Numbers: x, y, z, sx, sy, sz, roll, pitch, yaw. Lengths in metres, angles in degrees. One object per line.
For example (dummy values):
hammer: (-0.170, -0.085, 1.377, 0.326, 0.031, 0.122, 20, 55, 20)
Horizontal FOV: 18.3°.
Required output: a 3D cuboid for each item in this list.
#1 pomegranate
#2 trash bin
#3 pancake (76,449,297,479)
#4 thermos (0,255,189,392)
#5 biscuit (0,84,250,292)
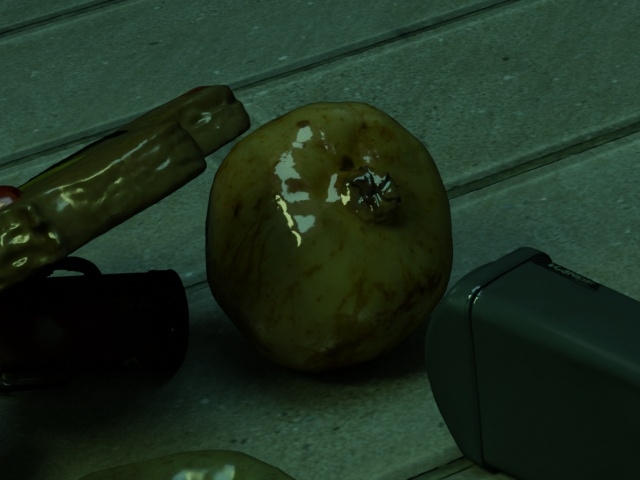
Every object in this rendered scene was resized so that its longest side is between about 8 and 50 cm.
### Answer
pomegranate: (0.008, -0.004, 1.760, 0.248, 0.248, 0.248, -8, 26, 4)
trash bin: (0.190, 0.113, 1.531, 0.101, 0.176, 0.236, -26, 34, -34)
pancake: (-0.113, 0.244, 1.506, 0.294, 0.049, 0.294, -6, 26, 3)
thermos: (-0.246, 0.081, 1.837, 0.232, 0.099, 0.124, -3, 60, 15)
biscuit: (-0.230, -0.030, 1.687, 0.368, 0.076, 0.394, -29, 6, 21)
